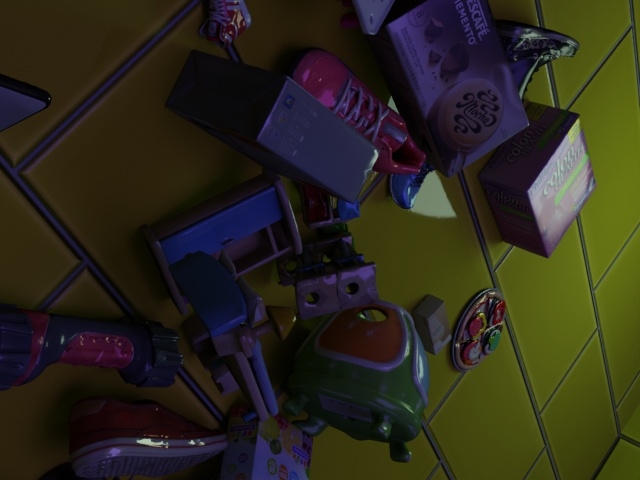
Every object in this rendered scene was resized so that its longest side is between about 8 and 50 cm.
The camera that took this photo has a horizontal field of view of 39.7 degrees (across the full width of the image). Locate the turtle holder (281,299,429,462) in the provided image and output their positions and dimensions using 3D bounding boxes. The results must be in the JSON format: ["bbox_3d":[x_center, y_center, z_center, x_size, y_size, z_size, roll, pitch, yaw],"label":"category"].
[{"bbox_3d":[0.090,0.241,1.521,0.320,0.243,0.227,42,59,-42],"label":"turtle holder"}]

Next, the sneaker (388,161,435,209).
[{"bbox_3d":[0.172,-0.130,1.553,0.063,0.073,0.162,0,108,-50],"label":"sneaker"}]

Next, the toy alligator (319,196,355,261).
[{"bbox_3d":[0.021,-0.016,1.460,0.051,0.056,0.189,-16,125,8],"label":"toy alligator"}]

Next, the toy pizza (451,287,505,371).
[{"bbox_3d":[0.362,0.204,1.983,0.201,0.032,0.201,-26,127,-40],"label":"toy pizza"}]

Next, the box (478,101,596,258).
[{"bbox_3d":[0.462,-0.125,1.861,0.213,0.117,0.243,-52,140,-17],"label":"box"}]

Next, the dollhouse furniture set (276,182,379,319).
[{"bbox_3d":[0.000,0.000,1.349,0.129,0.129,0.183,-13,115,-13],"label":"dollhouse furniture set"}]

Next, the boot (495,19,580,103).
[{"bbox_3d":[0.395,-0.323,1.709,0.236,0.085,0.178,-2,112,-42],"label":"boot"}]

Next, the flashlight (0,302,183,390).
[{"bbox_3d":[-0.303,0.143,1.114,0.304,0.103,0.103,19,93,-51],"label":"flashlight"}]

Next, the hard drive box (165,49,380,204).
[{"bbox_3d":[-0.059,-0.150,1.186,0.232,0.181,0.089,28,87,-51],"label":"hard drive box"}]

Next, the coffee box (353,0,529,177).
[{"bbox_3d":[0.195,-0.274,1.397,0.168,0.119,0.297,-33,126,-6],"label":"coffee box"}]

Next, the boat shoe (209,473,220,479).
[{"bbox_3d":[-0.168,0.419,1.451,0.233,0.084,0.079,27,60,-47],"label":"boat shoe"}]

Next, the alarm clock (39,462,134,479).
[{"bbox_3d":[-0.332,0.369,1.235,0.192,0.064,0.129,-33,131,-39],"label":"alarm clock"}]

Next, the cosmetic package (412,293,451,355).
[{"bbox_3d":[0.227,0.172,1.801,0.060,0.041,0.115,-44,137,-26],"label":"cosmetic package"}]

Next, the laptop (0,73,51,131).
[{"bbox_3d":[-0.497,-0.008,0.712,0.382,0.408,0.236,16,62,-52],"label":"laptop"}]

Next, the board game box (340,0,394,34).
[{"bbox_3d":[0.061,-0.540,1.151,0.390,0.050,0.390,-64,145,-30],"label":"board game box"}]

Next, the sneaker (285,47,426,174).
[{"bbox_3d":[0.066,-0.192,1.346,0.314,0.136,0.116,35,80,-51],"label":"sneaker"}]

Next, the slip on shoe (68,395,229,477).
[{"bbox_3d":[-0.236,0.276,1.260,0.123,0.101,0.331,-28,156,17],"label":"slip on shoe"}]

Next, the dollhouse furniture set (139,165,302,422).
[{"bbox_3d":[-0.066,0.099,1.170,0.198,0.303,0.286,-27,131,-13],"label":"dollhouse furniture set"}]

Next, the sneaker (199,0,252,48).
[{"bbox_3d":[-0.133,-0.300,1.132,0.067,0.042,0.118,-53,143,-21],"label":"sneaker"}]

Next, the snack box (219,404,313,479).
[{"bbox_3d":[-0.089,0.394,1.439,0.174,0.070,0.207,45,43,-47],"label":"snack box"}]
